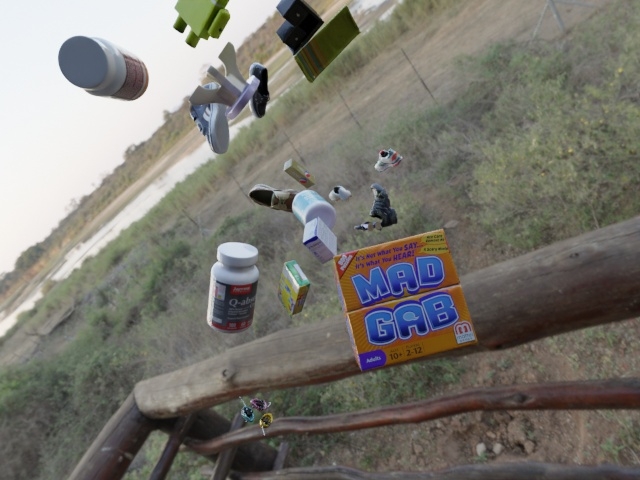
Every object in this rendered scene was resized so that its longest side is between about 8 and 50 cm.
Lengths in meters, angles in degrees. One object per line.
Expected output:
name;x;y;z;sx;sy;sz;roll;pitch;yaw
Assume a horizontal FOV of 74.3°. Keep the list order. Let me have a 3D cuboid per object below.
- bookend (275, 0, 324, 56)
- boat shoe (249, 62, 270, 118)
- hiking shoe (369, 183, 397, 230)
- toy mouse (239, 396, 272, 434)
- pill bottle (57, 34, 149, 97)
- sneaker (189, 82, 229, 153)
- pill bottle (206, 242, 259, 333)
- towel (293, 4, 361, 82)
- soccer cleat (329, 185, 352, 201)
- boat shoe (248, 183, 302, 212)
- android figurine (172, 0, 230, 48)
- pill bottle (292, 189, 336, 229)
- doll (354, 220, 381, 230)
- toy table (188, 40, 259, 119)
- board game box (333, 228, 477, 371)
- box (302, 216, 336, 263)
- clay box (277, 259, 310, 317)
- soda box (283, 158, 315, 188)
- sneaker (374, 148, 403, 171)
bookend;-0.097;-0.737;1.431;0.156;0.157;0.072;-41;64;23
boat shoe;-0.243;-0.612;1.750;0.076;0.229;0.080;28;41;28
hiking shoe;0.276;-0.164;2.005;0.114;0.227;0.086;-24;-17;0
toy mouse;-0.233;0.602;1.484;0.031;0.143;0.161;-60;-5;18
pill bottle;-0.887;-0.707;1.752;0.224;0.224;0.392;-40;12;7
sneaker;-0.444;-0.477;1.689;0.127;0.126;0.321;-12;68;13
pill bottle;-0.384;0.206;1.865;0.210;0.210;0.363;-118;35;-65
towel;0.024;-0.612;1.320;0.237;0.102;0.021;-47;43;-5
soccer cleat;0.081;-0.225;1.972;0.068;0.076;0.196;-55;21;-6
boat shoe;-0.215;-0.203;2.149;0.323;0.123;0.120;11;17;11
android figurine;-0.390;-0.792;1.403;0.273;0.248;0.056;-49;-19;25
pill bottle;-0.039;-0.137;1.887;0.146;0.146;0.264;-43;31;1
doll;0.228;-0.068;2.054;0.129;0.046;0.189;-11;3;-9
toy table;-0.333;-0.553;1.508;0.252;0.160;0.274;-59;23;-6
board game box;0.255;0.208;1.433;0.356;0.357;0.356;-14;-11;-1
box;0.000;0.000;1.704;0.072;0.137;0.126;-29;32;23
clay box;-0.110;0.197;1.669;0.053;0.222;0.127;-18;55;-29
soda box;-0.110;-0.356;2.251;0.061;0.181;0.058;-25;46;35
sneaker;0.255;-0.325;1.673;0.057;0.075;0.161;-54;19;-16
